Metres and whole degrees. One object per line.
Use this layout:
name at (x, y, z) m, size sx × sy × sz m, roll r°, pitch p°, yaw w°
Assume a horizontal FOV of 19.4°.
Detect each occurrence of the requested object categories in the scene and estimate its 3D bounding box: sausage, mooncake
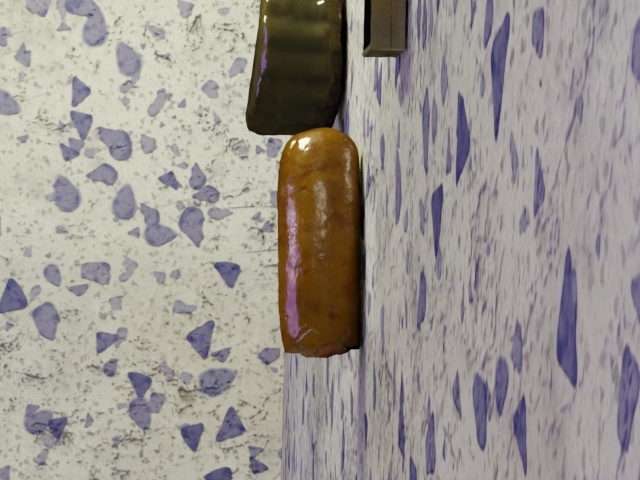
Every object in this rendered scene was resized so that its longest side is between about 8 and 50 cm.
sausage at (-0.002, 0.000, 2.135) m, size 0.109 × 0.108 × 0.271 m, roll 105°, pitch 165°, yaw -75°
mooncake at (-0.029, -0.248, 2.491) m, size 0.228 × 0.124 × 0.228 m, roll -174°, pitch 90°, yaw -88°

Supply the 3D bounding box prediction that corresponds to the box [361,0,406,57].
box at (0.060, -0.215, 1.738) m, size 0.079 × 0.035 × 0.083 m, roll 175°, pitch 95°, yaw -86°
